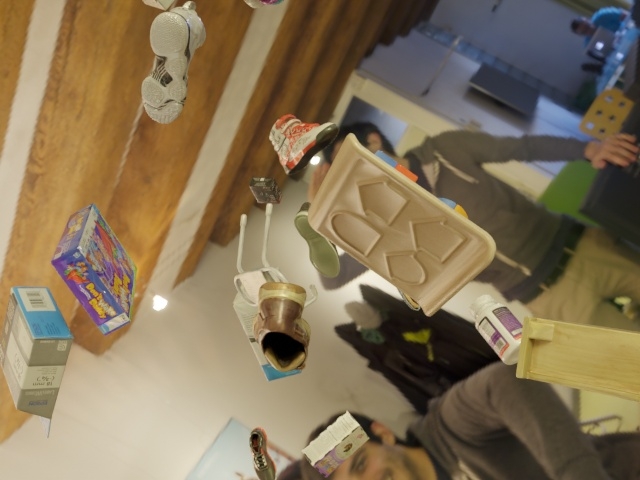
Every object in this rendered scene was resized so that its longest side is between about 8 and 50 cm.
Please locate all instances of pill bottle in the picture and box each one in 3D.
[{"bbox_3d":[0.510,0.248,2.081,0.108,0.193,0.108,-21,-39,-18],"label":"pill bottle"}]

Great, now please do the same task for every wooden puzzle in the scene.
[{"bbox_3d":[0.154,-0.031,1.452,0.080,0.348,0.322,-48,-6,-30],"label":"wooden puzzle"}]

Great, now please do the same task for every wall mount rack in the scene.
[{"bbox_3d":[-0.156,0.067,2.115,0.130,0.304,0.350,-34,8,-28],"label":"wall mount rack"}]

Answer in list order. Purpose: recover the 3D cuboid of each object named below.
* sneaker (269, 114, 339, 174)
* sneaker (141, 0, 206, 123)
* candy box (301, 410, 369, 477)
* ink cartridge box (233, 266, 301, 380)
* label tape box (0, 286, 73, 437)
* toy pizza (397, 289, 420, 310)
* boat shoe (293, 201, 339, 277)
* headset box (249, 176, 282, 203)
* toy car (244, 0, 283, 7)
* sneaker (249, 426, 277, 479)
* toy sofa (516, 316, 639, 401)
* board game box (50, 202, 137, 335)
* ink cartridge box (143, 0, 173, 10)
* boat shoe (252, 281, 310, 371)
[{"bbox_3d":[-0.057,-0.299,2.044,0.090,0.145,0.270,-24,-7,-32],"label":"sneaker"},{"bbox_3d":[-0.438,-0.545,2.230,0.210,0.137,0.365,-70,-3,-51],"label":"sneaker"},{"bbox_3d":[0.051,0.663,2.378,0.196,0.070,0.165,-40,-33,-9],"label":"candy box"},{"bbox_3d":[-0.160,0.278,2.469,0.223,0.129,0.307,-74,-34,-64],"label":"ink cartridge box"},{"bbox_3d":[-0.771,0.325,1.939,0.106,0.240,0.333,3,-63,-38],"label":"label tape box"},{"bbox_3d":[0.243,0.104,2.086,0.032,0.201,0.201,-27,4,17],"label":"toy pizza"},{"bbox_3d":[0.000,0.000,1.965,0.068,0.081,0.227,-72,-35,-49],"label":"boat shoe"},{"bbox_3d":[-0.140,-0.126,1.890,0.083,0.062,0.032,67,-147,-52],"label":"headset box"},{"bbox_3d":[-0.159,-0.710,2.008,0.159,0.136,0.182,-47,-28,19],"label":"toy car"},{"bbox_3d":[-0.164,0.581,1.957,0.061,0.157,0.065,-21,-15,7],"label":"sneaker"},{"bbox_3d":[0.646,0.271,1.655,0.177,0.363,0.150,12,-95,-54],"label":"toy sofa"},{"bbox_3d":[-0.583,0.066,1.923,0.078,0.233,0.347,-28,24,0],"label":"board game box"},{"bbox_3d":[-0.396,-0.682,1.808,0.176,0.128,0.127,-53,-47,-6],"label":"ink cartridge box"},{"bbox_3d":[-0.079,0.206,1.468,0.342,0.123,0.123,99,174,-61],"label":"boat shoe"}]
